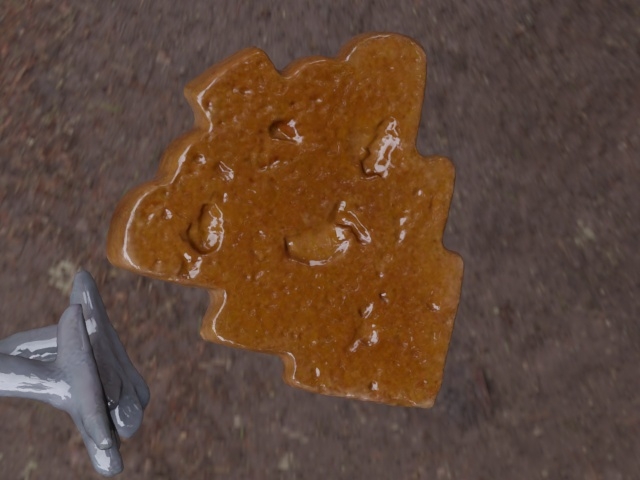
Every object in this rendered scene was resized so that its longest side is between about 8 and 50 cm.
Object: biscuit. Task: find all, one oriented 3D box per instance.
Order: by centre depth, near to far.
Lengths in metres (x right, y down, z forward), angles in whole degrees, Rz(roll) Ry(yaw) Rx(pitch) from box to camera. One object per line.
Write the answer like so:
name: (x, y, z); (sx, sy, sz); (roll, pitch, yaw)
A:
biscuit: (0.000, 0.000, 1.229); (0.284, 0.043, 0.306); (-34, 104, -13)

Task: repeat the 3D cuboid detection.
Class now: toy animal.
toy animal: (-0.170, 0.063, 0.640); (0.206, 0.081, 0.367); (-6, 78, 11)
